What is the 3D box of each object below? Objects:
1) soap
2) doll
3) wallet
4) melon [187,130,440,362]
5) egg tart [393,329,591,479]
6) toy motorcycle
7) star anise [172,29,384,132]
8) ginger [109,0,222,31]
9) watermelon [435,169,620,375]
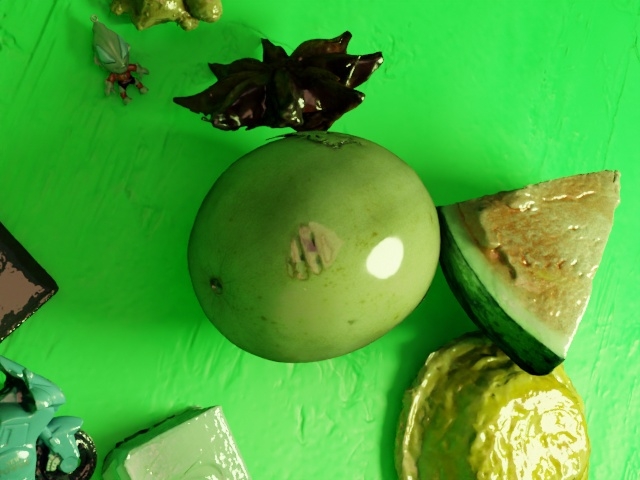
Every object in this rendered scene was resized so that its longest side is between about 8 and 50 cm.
[{"bbox_3d":[-0.139,0.336,1.375,0.150,0.094,0.261,-24,91,-27],"label":"soap"},{"bbox_3d":[-0.253,-0.223,1.453,0.057,0.039,0.114,-25,105,6],"label":"doll"},{"bbox_3d":[-0.418,0.004,1.337,0.244,0.025,0.124,49,64,-10],"label":"wallet"},{"bbox_3d":[0.000,0.000,1.405,0.330,0.268,0.269,-22,91,-39],"label":"melon"},{"bbox_3d":[0.247,0.267,1.561,0.318,0.128,0.319,4,79,-23],"label":"egg tart"},{"bbox_3d":[-0.378,0.219,1.267,0.272,0.123,0.182,-17,99,-28],"label":"toy motorcycle"},{"bbox_3d":[-0.042,-0.177,1.466,0.272,0.272,0.103,-29,122,-27],"label":"star anise"},{"bbox_3d":[-0.215,-0.339,1.473,0.205,0.115,0.081,58,23,0],"label":"ginger"},{"bbox_3d":[0.238,0.006,1.540,0.222,0.292,0.319,24,73,-3],"label":"watermelon"}]
